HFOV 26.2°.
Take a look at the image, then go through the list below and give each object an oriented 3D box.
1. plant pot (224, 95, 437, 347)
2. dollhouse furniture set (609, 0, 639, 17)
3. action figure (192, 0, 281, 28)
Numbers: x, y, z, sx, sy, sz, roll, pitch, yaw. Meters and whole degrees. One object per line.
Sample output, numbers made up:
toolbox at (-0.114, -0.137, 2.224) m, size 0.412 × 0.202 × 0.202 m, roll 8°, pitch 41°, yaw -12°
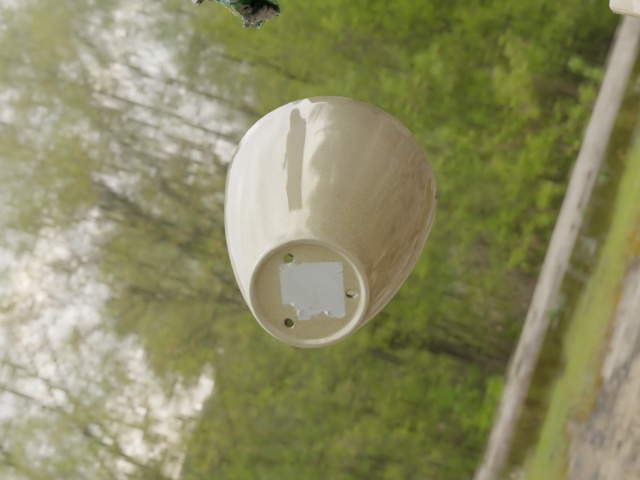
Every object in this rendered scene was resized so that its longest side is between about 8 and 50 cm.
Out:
plant pot at (0.000, 0.000, 1.528) m, size 0.274 × 0.256 × 0.257 m, roll -77°, pitch 3°, yaw -67°
dollhouse furniture set at (0.319, -0.048, 1.100) m, size 0.303 × 0.173 × 0.356 m, roll -127°, pitch 37°, yaw -71°
action figure at (-0.104, -0.287, 1.587) m, size 0.063 × 0.137 × 0.232 m, roll -65°, pitch -18°, yaw 3°
